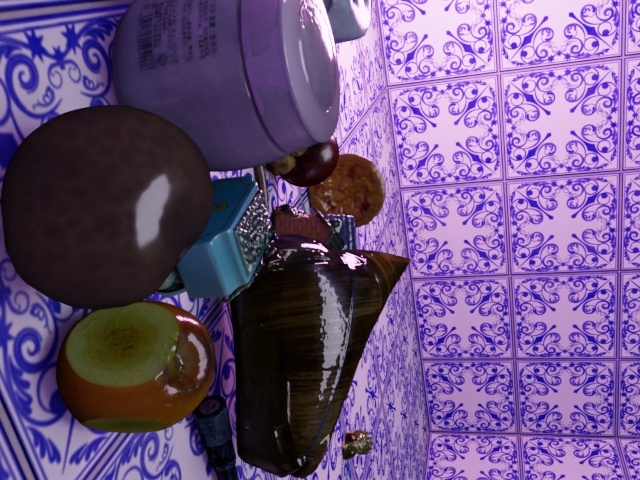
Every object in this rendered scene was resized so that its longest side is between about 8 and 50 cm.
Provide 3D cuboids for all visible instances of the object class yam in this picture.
[{"bbox_3d":[-0.120,-0.118,1.253,0.021,0.021,0.116,-42,129,-69],"label":"yam"}]

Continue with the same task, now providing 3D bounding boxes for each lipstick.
[{"bbox_3d":[-0.155,0.354,0.997,0.053,0.053,0.234,-66,152,-57],"label":"lipstick"}]

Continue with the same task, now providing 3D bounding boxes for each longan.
[{"bbox_3d":[-0.213,-0.035,0.621,0.198,0.198,0.212,50,51,-64],"label":"longan"}]

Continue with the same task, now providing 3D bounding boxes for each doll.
[{"bbox_3d":[0.109,0.593,1.791,0.113,0.077,0.078,18,78,-72],"label":"doll"}]

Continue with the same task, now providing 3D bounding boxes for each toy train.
[{"bbox_3d":[-0.157,-0.007,0.852,0.203,0.163,0.112,-72,152,-51],"label":"toy train"}]

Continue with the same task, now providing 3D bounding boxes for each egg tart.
[{"bbox_3d":[0.073,-0.147,1.634,0.147,0.203,0.202,-75,157,-69],"label":"egg tart"}]

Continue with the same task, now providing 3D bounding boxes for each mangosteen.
[{"bbox_3d":[-0.038,-0.198,1.324,0.181,0.146,0.156,59,35,-58],"label":"mangosteen"}]

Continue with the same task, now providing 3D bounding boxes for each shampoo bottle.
[{"bbox_3d":[-0.118,-0.234,0.851,0.273,0.266,0.273,-3,90,-73],"label":"shampoo bottle"}]

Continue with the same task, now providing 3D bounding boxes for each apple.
[{"bbox_3d":[-0.201,0.138,0.699,0.163,0.147,0.146,57,33,-56],"label":"apple"}]

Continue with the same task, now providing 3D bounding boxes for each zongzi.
[{"bbox_3d":[0.036,0.196,1.110,0.432,0.208,0.403,5,77,-41],"label":"zongzi"}]

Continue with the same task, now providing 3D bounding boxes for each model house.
[{"bbox_3d":[0.000,0.000,1.372,0.183,0.172,0.166,39,51,-68],"label":"model house"}]

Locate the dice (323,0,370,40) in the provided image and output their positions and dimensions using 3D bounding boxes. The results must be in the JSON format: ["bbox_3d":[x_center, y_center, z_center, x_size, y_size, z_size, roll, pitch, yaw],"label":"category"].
[{"bbox_3d":[-0.065,-0.470,1.080,0.262,0.268,0.264,-51,134,-68],"label":"dice"}]
